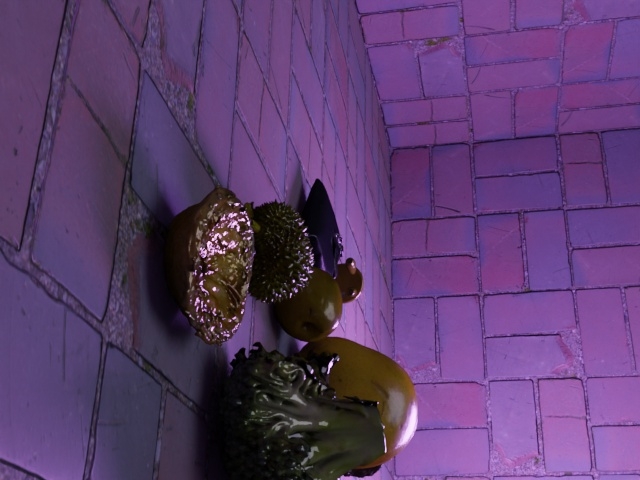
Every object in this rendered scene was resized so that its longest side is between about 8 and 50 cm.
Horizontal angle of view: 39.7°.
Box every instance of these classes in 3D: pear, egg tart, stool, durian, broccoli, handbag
[{"bbox_3d":[0.066,0.363,2.019,0.336,0.285,0.285,44,18,-5],"label":"pear"},{"bbox_3d":[-0.166,0.036,1.282,0.252,0.098,0.231,-2,95,-75],"label":"egg tart"},{"bbox_3d":[0.050,0.106,2.350,0.135,0.134,0.110,42,0,18],"label":"stool"},{"bbox_3d":[-0.025,0.132,1.855,0.162,0.149,0.148,-97,175,-50],"label":"pear"},{"bbox_3d":[-0.081,0.014,1.578,0.159,0.146,0.198,-71,159,-69],"label":"durian"},{"bbox_3d":[-0.055,0.331,1.453,0.324,0.272,0.334,-38,-127,55],"label":"broccoli"},{"bbox_3d":[0.000,0.000,2.178,0.254,0.089,0.211,-77,154,-54],"label":"handbag"}]

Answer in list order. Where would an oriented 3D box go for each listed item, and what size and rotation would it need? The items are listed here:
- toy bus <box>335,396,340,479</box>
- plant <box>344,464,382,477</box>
[{"bbox_3d":[-0.031,0.452,1.712,0.109,0.136,0.329,65,23,-57],"label":"toy bus"},{"bbox_3d":[0.074,0.467,2.276,0.146,0.149,0.274,-53,-146,31],"label":"plant"}]
